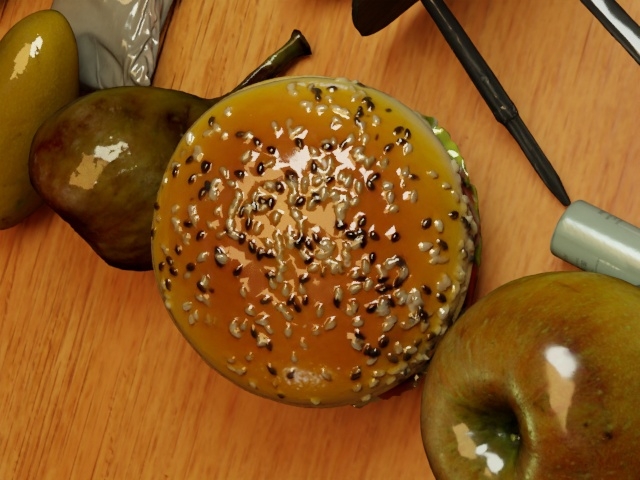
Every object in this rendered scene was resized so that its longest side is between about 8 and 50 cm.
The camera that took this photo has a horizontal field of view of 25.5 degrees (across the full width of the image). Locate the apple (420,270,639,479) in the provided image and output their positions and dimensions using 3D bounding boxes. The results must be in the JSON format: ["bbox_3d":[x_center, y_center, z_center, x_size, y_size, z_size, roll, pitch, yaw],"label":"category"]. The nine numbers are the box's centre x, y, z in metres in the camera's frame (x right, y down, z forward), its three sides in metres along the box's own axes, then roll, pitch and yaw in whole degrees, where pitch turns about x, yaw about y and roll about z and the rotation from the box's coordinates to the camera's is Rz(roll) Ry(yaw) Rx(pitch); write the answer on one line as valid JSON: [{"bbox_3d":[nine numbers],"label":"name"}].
[{"bbox_3d":[0.202,0.139,1.141,0.237,0.208,0.236,3,94,44],"label":"apple"}]

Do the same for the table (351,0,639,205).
[{"bbox_3d":[0.205,-0.202,1.156,0.317,0.317,0.249,-43,81,13],"label":"table"}]

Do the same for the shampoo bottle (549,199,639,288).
[{"bbox_3d":[0.288,0.030,1.183,0.195,0.056,0.056,29,94,27],"label":"shampoo bottle"}]

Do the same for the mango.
[{"bbox_3d":[-0.304,-0.124,1.433,0.113,0.138,0.253,29,120,8],"label":"mango"}]

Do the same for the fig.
[{"bbox_3d":[-0.129,-0.084,1.349,0.290,0.190,0.190,-20,73,4],"label":"fig"}]

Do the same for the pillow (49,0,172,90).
[{"bbox_3d":[-0.201,-0.272,1.464,0.173,0.067,0.270,17,89,33],"label":"pillow"}]

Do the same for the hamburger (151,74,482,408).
[{"bbox_3d":[0.000,0.000,1.222,0.300,0.176,0.300,0,91,5],"label":"hamburger"}]
